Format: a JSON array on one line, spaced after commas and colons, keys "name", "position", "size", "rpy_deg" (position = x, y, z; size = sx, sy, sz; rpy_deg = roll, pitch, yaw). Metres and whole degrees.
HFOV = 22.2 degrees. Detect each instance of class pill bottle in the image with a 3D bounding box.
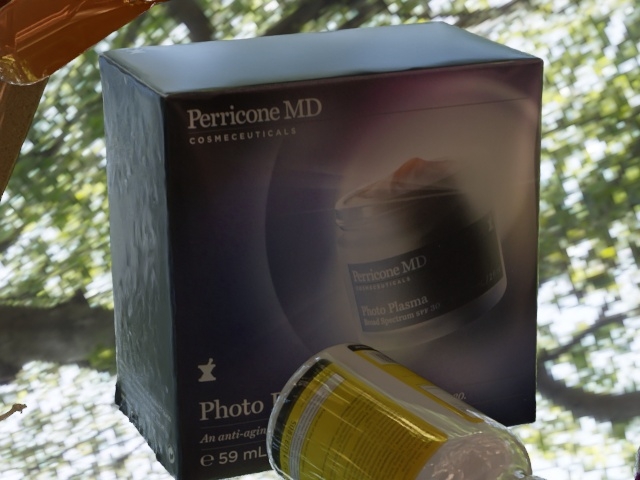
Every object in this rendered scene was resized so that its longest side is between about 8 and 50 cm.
[{"name": "pill bottle", "position": [0.061, 0.141, 0.981], "size": [0.103, 0.184, 0.103], "rpy_deg": [-23, -53, -35]}]

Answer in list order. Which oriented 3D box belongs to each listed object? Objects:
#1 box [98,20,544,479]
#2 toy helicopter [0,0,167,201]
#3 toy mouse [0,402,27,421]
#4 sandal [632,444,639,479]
[{"name": "box", "position": [0.000, 0.000, 1.239], "size": [0.296, 0.183, 0.294], "rpy_deg": [-8, -72, -21]}, {"name": "toy helicopter", "position": [-0.145, -0.112, 0.840], "size": [0.140, 0.235, 0.355], "rpy_deg": [26, -101, -47]}, {"name": "toy mouse", "position": [-0.202, 0.134, 0.699], "size": [0.161, 0.031, 0.143], "rpy_deg": [12, -116, -37]}, {"name": "sandal", "position": [0.316, 0.122, 1.262], "size": [0.102, 0.169, 0.416], "rpy_deg": [45, -105, -1]}]
